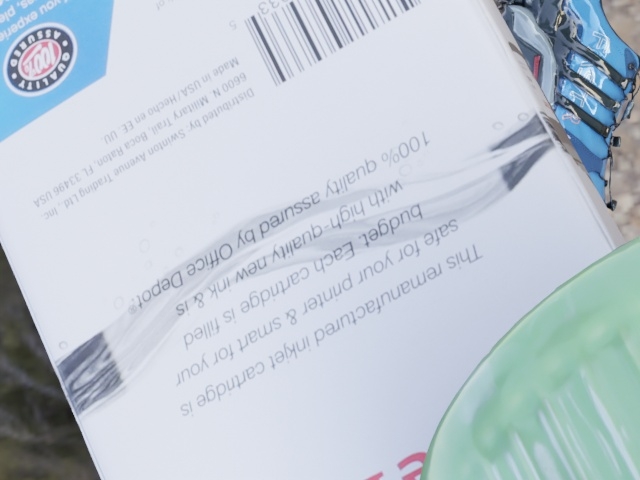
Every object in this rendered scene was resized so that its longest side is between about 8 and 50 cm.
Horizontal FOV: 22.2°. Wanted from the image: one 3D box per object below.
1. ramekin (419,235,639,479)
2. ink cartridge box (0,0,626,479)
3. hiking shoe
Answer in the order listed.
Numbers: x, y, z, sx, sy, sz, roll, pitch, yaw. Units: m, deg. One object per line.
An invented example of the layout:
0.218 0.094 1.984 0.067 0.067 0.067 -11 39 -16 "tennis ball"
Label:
0.203 0.134 0.662 0.148 0.303 0.303 -109 31 -47 "ramekin"
0.000 0.000 0.885 0.285 0.166 0.395 -29 73 12 "ink cartridge box"
0.253 -0.129 1.545 0.113 0.132 0.304 -57 -46 -81 "hiking shoe"
